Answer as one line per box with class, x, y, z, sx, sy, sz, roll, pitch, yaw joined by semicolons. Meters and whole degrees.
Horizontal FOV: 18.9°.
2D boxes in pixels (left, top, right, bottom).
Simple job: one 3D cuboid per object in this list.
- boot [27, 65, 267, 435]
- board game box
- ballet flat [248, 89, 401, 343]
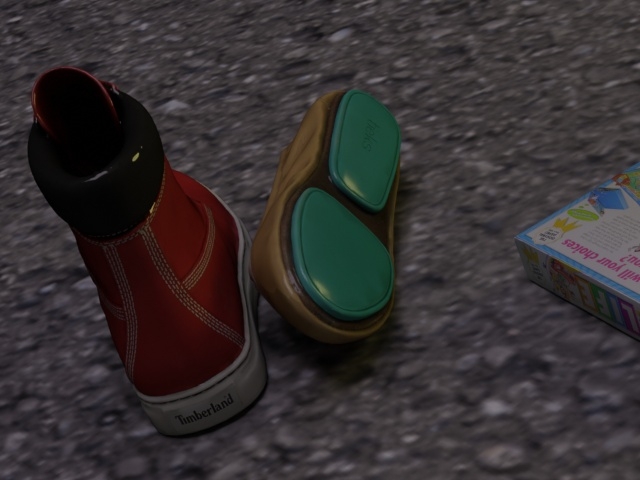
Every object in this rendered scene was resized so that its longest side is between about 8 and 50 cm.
boot;-0.099;-0.030;0.998;0.088;0.176;0.244;-24;25;-1
board game box;0.173;0.005;0.888;0.103;0.026;0.154;-30;27;-15
ballet flat;0.000;0.000;1.004;0.073;0.080;0.232;-42;14;26
